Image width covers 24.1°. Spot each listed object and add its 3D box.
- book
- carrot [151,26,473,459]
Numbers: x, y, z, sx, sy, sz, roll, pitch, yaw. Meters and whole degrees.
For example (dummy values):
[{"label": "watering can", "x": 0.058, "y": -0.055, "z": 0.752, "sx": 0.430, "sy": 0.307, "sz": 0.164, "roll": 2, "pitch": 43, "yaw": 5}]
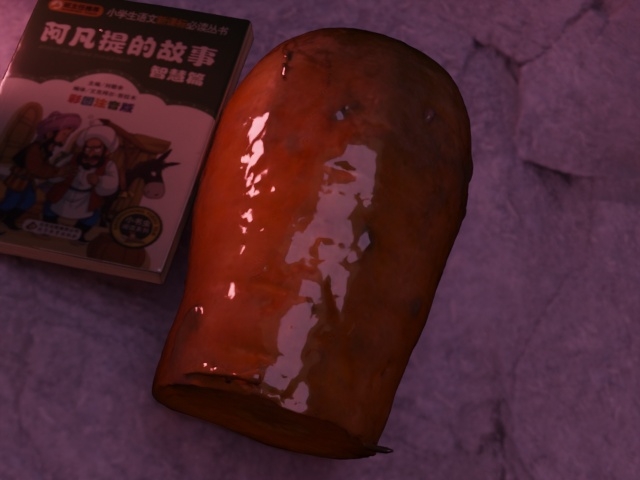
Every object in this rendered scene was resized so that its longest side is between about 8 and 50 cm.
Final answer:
[{"label": "book", "x": -0.188, "y": -0.097, "z": 1.283, "sx": 0.202, "sy": 0.027, "sz": 0.264, "roll": 11, "pitch": 60, "yaw": 12}, {"label": "carrot", "x": 0.000, "y": 0.000, "z": 1.225, "sx": 0.224, "sy": 0.224, "sz": 0.340, "roll": 19, "pitch": 70, "yaw": -8}]
